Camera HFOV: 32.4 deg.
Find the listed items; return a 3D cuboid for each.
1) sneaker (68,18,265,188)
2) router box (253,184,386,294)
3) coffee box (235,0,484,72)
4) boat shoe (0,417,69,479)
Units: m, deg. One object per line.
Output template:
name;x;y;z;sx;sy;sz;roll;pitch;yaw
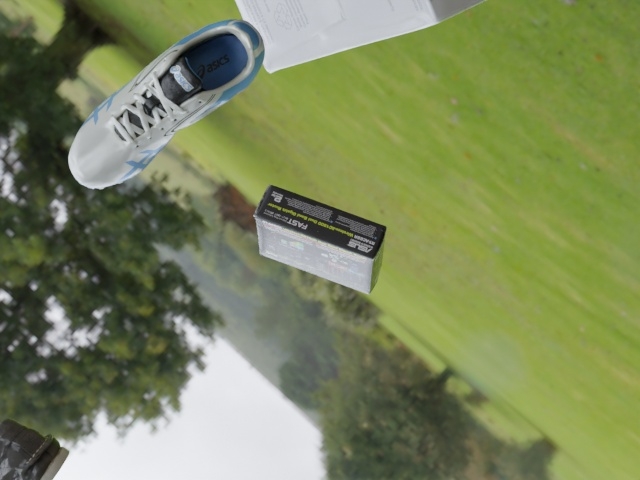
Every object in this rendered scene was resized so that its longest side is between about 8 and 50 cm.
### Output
sneaker;-0.159;-0.141;1.103;0.085;0.237;0.086;51;179;5
router box;0.000;0.000;1.059;0.122;0.038;0.092;20;158;8
coffee box;0.083;-0.430;1.296;0.338;0.334;0.337;-5;111;56
boat shoe;-0.447;0.344;1.452;0.095;0.335;0.112;40;-149;-7
